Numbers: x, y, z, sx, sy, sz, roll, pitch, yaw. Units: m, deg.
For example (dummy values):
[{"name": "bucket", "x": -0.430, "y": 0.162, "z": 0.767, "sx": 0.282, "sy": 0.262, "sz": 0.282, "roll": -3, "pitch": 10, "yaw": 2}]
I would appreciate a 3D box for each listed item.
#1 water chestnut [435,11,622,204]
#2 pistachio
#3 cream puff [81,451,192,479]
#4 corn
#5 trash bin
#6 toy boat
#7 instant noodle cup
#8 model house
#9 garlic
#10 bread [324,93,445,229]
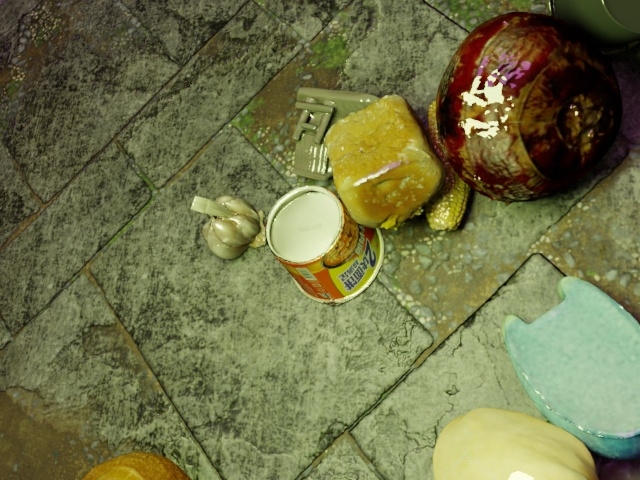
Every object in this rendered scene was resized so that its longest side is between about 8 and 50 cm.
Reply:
[{"name": "water chestnut", "x": 0.358, "y": -0.237, "z": 1.473, "sx": 0.350, "sy": 0.350, "sz": 0.302, "roll": -48, "pitch": 29, "yaw": 0}, {"name": "pistachio", "x": 0.317, "y": 0.399, "z": 1.253, "sx": 0.238, "sy": 0.229, "sz": 0.321, "roll": -32, "pitch": 41, "yaw": -15}, {"name": "cream puff", "x": -0.339, "y": 0.543, "z": 1.515, "sx": 0.303, "sy": 0.212, "sz": 0.303, "roll": -16, "pitch": 57, "yaw": 26}, {"name": "corn", "x": 0.250, "y": -0.155, "z": 1.594, "sx": 0.101, "sy": 0.101, "sz": 0.292, "roll": 0, "pitch": 70, "yaw": 25}, {"name": "trash bin", "x": 0.530, "y": -0.443, "z": 1.461, "sx": 0.214, "sy": 0.334, "sz": 0.214, "roll": 0, "pitch": 102, "yaw": -1}, {"name": "toy boat", "x": 0.448, "y": 0.219, "z": 1.352, "sx": 0.215, "sy": 0.123, "sz": 0.330, "roll": -34, "pitch": 47, "yaw": 0}, {"name": "instant noodle cup", "x": 0.000, "y": 0.000, "z": 1.599, "sx": 0.213, "sy": 0.174, "sz": 0.213, "roll": -10, "pitch": 65, "yaw": 21}, {"name": "model house", "x": 0.037, "y": -0.209, "z": 1.703, "sx": 0.229, "sy": 0.122, "sz": 0.188, "roll": 14, "pitch": 79, "yaw": 24}, {"name": "garlic", "x": -0.209, "y": -0.035, "z": 1.713, "sx": 0.127, "sy": 0.194, "sz": 0.131, "roll": -18, "pitch": 67, "yaw": 28}, {"name": "bread", "x": 0.125, "y": -0.143, "z": 1.533, "sx": 0.195, "sy": 0.176, "sz": 0.246, "roll": -25, "pitch": 40, "yaw": 12}]
